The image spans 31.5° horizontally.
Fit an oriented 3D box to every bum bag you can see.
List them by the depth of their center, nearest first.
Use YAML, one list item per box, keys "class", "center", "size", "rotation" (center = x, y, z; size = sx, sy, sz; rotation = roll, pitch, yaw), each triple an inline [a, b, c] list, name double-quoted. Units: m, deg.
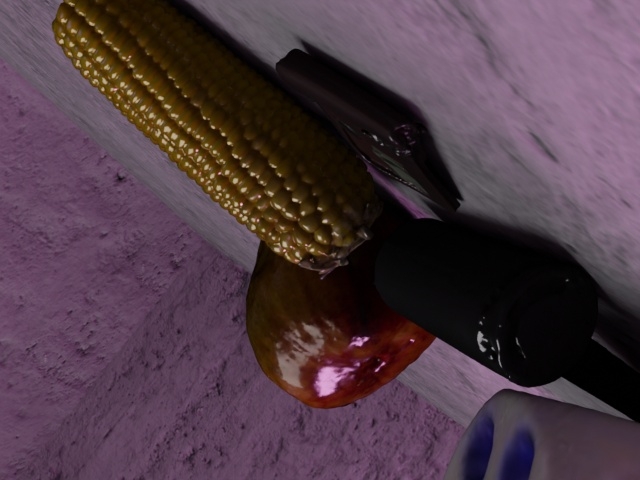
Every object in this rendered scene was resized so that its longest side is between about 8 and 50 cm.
- class: "bum bag"
  center: [0.040, -0.072, 0.777]
  size: [0.109, 0.026, 0.159]
  rotation: [35, 178, 26]

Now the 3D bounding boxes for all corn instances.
- class: "corn"
  center: [-0.082, -0.096, 0.897]
  size: [0.305, 0.106, 0.106]
  rotation: [41, 174, -2]

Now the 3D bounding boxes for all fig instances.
- class: "fig"
  center: [-0.015, 0.006, 1.027]
  size: [0.290, 0.191, 0.190]
  rotation: [54, 175, 5]

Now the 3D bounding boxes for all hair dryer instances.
- class: "hair dryer"
  center: [0.174, 0.080, 0.873]
  size: [0.251, 0.089, 0.197]
  rotation: [34, 176, -26]

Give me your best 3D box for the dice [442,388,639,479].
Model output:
- class: "dice"
  center: [0.217, 0.257, 0.799]
  size: [0.251, 0.259, 0.243]
  rotation: [18, 172, -7]
